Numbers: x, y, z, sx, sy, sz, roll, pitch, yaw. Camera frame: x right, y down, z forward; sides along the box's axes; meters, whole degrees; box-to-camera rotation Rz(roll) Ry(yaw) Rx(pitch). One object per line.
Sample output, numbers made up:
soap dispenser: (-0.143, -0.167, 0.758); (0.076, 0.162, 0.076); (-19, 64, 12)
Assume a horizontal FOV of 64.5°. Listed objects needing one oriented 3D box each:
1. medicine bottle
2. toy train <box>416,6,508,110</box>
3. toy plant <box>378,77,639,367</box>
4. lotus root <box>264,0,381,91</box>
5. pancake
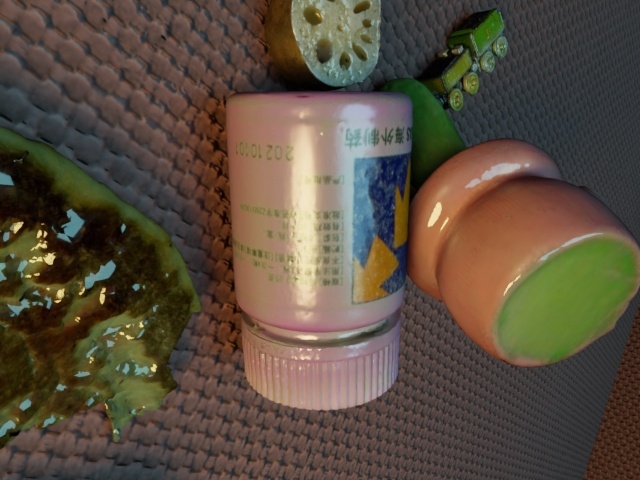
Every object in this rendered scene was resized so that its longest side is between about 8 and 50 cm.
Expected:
medicine bottle: (0.000, 0.000, 0.514); (0.178, 0.178, 0.291); (-15, 110, -43)
toy train: (0.212, -0.267, 0.752); (0.202, 0.060, 0.081); (-49, 124, -26)
toy plant: (0.193, -0.012, 0.626); (0.210, 0.356, 0.317); (-39, 128, -1)
lotus root: (-0.003, -0.218, 0.523); (0.112, 0.081, 0.122); (-9, 107, -43)
pancake: (-0.271, 0.055, 0.346); (0.426, 0.066, 0.305); (-10, 115, -45)
